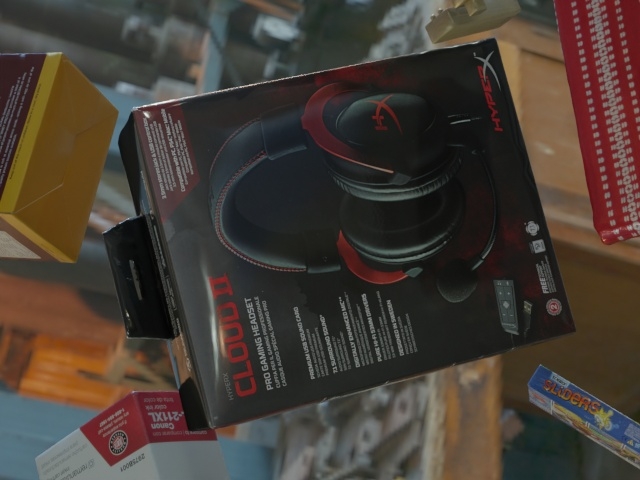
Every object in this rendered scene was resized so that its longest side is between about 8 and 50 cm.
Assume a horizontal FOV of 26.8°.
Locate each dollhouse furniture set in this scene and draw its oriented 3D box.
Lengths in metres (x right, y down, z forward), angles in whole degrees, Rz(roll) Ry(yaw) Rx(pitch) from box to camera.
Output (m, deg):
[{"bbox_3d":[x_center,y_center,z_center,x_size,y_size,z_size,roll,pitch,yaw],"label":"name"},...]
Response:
[{"bbox_3d":[0.203,-0.338,1.628,0.151,0.144,0.123,-35,76,56],"label":"dollhouse furniture set"}]

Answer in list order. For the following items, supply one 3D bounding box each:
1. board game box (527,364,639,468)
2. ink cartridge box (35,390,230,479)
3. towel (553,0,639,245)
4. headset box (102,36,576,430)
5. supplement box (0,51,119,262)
[{"bbox_3d":[0.370,0.242,1.785,0.035,0.201,0.136,-56,-16,-8],"label":"board game box"},{"bbox_3d":[-0.124,0.213,0.970,0.127,0.072,0.175,-35,63,32],"label":"ink cartridge box"},{"bbox_3d":[0.250,-0.126,0.700,0.275,0.031,0.199,-21,66,39],"label":"towel"},{"bbox_3d":[0.000,0.000,0.931,0.110,0.293,0.218,146,111,-74],"label":"headset box"},{"bbox_3d":[-0.354,-0.090,1.464,0.129,0.194,0.191,49,-132,-57],"label":"supplement box"}]
